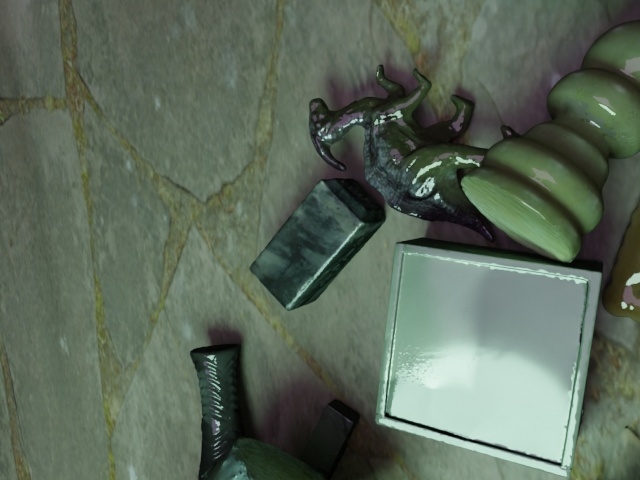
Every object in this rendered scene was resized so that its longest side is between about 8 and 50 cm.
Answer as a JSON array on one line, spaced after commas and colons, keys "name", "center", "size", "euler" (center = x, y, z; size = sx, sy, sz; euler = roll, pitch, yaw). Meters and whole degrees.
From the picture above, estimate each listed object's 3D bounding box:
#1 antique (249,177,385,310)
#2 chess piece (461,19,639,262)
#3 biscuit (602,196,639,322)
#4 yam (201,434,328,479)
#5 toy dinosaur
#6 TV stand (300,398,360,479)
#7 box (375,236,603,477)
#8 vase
[{"name": "antique", "center": [0.000, 0.000, 0.837], "size": [0.086, 0.088, 0.183], "euler": [46, 113, 15]}, {"name": "chess piece", "center": [0.280, -0.117, 0.640], "size": [0.144, 0.144, 0.251], "euler": [38, 87, 19]}, {"name": "biscuit", "center": [0.483, 0.035, 0.617], "size": [0.325, 0.044, 0.217], "euler": [23, 106, 24]}, {"name": "yam", "center": [-0.103, 0.426, 0.763], "size": [0.241, 0.241, 0.348], "euler": [40, 95, 19]}, {"name": "toy dinosaur", "center": [0.118, -0.121, 0.773], "size": [0.294, 0.077, 0.162], "euler": [39, 111, 23]}, {"name": "TV stand", "center": [-0.015, 0.355, 0.903], "size": [0.049, 0.040, 0.256], "euler": [30, 107, 23]}, {"name": "box", "center": [0.202, 0.123, 0.728], "size": [0.225, 0.117, 0.225], "euler": [9, 98, 26]}, {"name": "vase", "center": [-0.150, 0.282, 0.937], "size": [0.115, 0.115, 0.237], "euler": [-5, 88, 28]}]
